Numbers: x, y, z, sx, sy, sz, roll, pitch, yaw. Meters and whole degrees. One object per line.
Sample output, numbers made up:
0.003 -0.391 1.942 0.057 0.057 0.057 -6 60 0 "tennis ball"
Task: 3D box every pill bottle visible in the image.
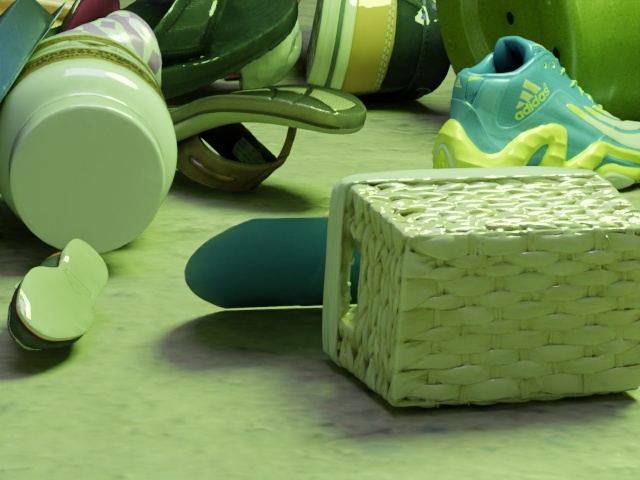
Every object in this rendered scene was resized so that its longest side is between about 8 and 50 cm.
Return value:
-0.169 -0.069 1.297 0.131 0.131 0.229 0 15 -9 "pill bottle"

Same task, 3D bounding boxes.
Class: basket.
0.095 0.027 1.017 0.167 0.113 0.103 -2 19 -17 "basket"

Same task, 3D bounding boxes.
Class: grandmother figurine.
-0.187 -0.207 1.903 0.342 0.104 0.208 2 23 10 "grandmother figurine"

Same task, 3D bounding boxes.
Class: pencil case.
-0.228 -0.132 1.516 0.206 0.086 0.088 -24 40 -38 "pencil case"

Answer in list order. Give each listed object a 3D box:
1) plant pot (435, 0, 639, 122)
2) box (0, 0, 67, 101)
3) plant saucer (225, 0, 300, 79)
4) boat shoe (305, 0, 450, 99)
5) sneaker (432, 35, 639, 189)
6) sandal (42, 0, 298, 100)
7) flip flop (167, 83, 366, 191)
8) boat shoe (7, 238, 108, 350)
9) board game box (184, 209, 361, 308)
0.312 -0.245 1.728 0.353 0.367 0.366 -18 22 -24 "plant pot"
-0.261 -0.095 1.291 0.136 0.036 0.225 -38 18 28 "box"
-0.036 -0.311 2.060 0.047 0.259 0.258 22 13 -7 "plant saucer"
0.071 -0.264 2.014 0.156 0.187 0.500 9 19 -2 "boat shoe"
0.201 -0.107 1.513 0.240 0.126 0.091 -9 19 -36 "sneaker"
-0.166 -0.206 1.708 0.167 0.107 0.445 19 33 28 "sandal"
-0.086 -0.075 1.465 0.277 0.080 0.112 -8 5 26 "flip flop"
-0.160 0.038 1.068 0.043 0.049 0.137 -38 10 14 "boat shoe"
0.000 0.000 1.103 0.168 0.033 0.133 -1 -24 -13 "board game box"
